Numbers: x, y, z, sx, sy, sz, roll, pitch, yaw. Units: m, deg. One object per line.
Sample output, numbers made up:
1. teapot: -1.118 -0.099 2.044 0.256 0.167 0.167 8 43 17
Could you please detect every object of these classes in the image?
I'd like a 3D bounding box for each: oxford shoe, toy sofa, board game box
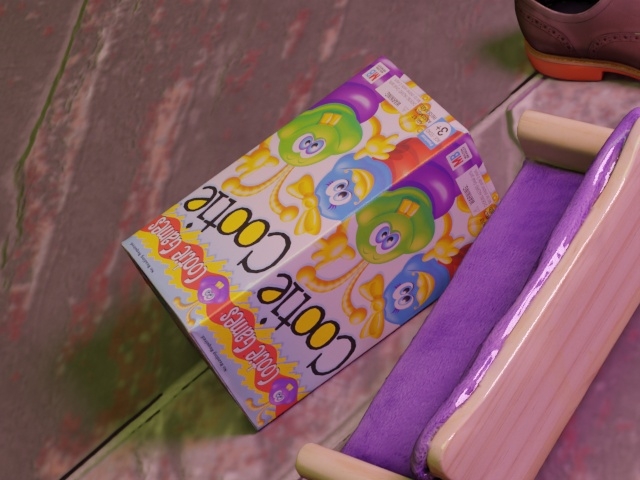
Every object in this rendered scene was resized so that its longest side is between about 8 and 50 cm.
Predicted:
1. oxford shoe: 0.293 -0.194 1.572 0.271 0.098 0.097 1 52 29
2. toy sofa: 0.138 0.060 1.371 0.150 0.177 0.362 16 61 37
3. board game box: 0.000 0.000 1.521 0.275 0.142 0.144 -36 44 -6
